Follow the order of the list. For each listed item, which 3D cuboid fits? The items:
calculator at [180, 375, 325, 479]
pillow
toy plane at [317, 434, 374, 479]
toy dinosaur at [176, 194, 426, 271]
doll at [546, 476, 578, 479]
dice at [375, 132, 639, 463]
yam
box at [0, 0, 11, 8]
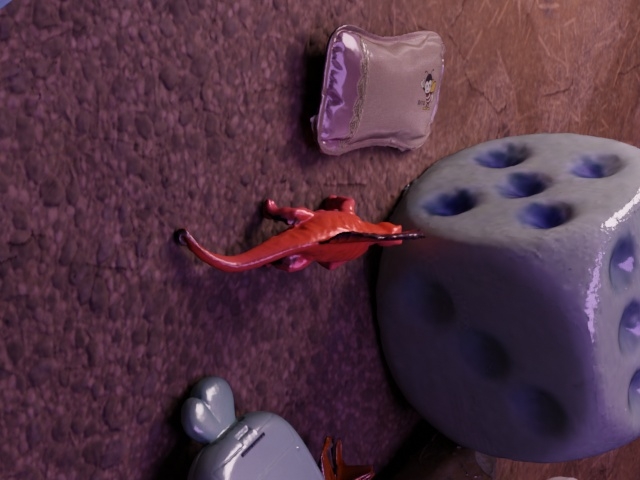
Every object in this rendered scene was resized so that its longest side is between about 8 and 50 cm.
[{"bbox_3d":[-0.041,0.259,1.683,0.295,0.042,0.184,62,31,-8],"label":"calculator"},{"bbox_3d":[0.062,-0.149,1.844,0.233,0.038,0.130,-5,104,-57],"label":"pillow"},{"bbox_3d":[0.003,0.279,1.821,0.188,0.062,0.135,-57,143,-50],"label":"toy plane"},{"bbox_3d":[0.008,0.001,1.711,0.286,0.139,0.070,-5,100,-54],"label":"toy dinosaur"},{"bbox_3d":[0.203,0.402,2.106,0.237,0.111,0.252,-1,99,-39],"label":"doll"},{"bbox_3d":[0.234,0.057,1.937,0.265,0.262,0.268,-39,128,-44],"label":"dice"},{"bbox_3d":[0.137,0.261,1.988,0.259,0.106,0.106,-39,127,-42],"label":"yam"},{"bbox_3d":[-0.229,-0.278,1.364,0.232,0.083,0.142,-47,134,-41],"label":"box"}]
